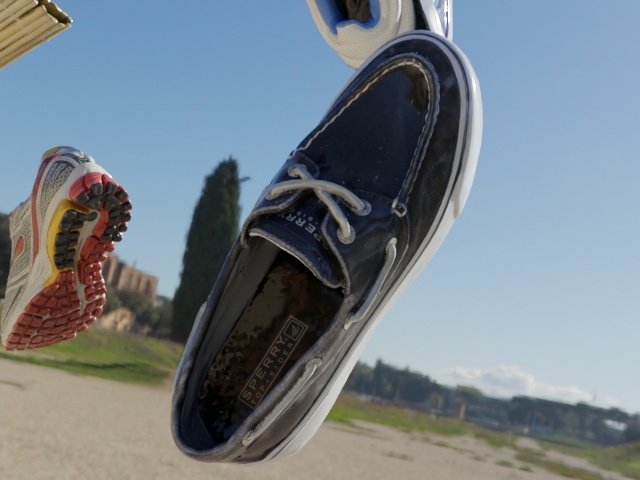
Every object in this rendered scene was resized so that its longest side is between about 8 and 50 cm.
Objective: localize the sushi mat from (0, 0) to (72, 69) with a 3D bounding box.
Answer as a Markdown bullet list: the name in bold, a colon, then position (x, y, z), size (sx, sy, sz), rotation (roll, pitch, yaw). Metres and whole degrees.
- **sushi mat**: position (-0.347, -0.134, 0.684), size (0.316, 0.019, 0.151), rotation (-24, -39, 26)

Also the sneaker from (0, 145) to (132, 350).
- **sneaker**: position (-0.242, 0.013, 0.848), size (0.088, 0.225, 0.093), rotation (-3, 42, -46)

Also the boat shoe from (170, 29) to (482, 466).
- **boat shoe**: position (0.000, 0.000, 0.561), size (0.108, 0.301, 0.102), rotation (31, 1, 21)

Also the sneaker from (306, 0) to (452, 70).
- **sneaker**: position (0.061, -0.339, 1.005), size (0.130, 0.323, 0.236), rotation (-5, -4, 27)
